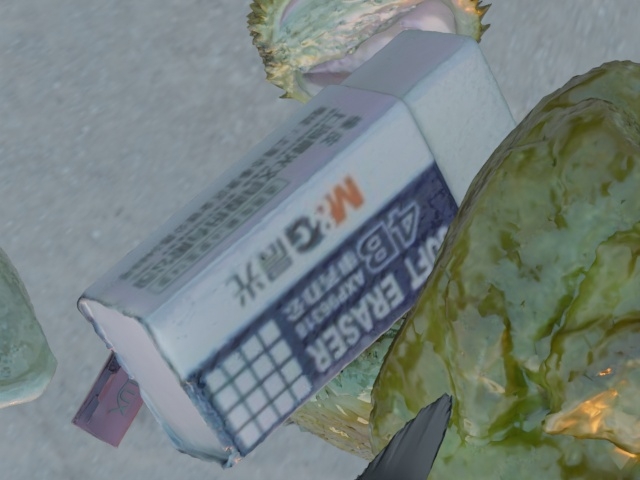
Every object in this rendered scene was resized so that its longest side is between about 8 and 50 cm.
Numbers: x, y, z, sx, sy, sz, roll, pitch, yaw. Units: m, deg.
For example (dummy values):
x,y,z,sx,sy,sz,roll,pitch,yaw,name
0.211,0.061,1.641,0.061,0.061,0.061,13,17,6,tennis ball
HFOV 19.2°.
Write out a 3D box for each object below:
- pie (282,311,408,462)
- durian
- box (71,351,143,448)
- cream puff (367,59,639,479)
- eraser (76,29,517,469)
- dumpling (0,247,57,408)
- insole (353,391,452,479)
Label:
x,y,z,sx,sy,sz,roll,pitch,yaw,name
0.148,0.136,1.820,0.418,0.395,0.180,2,74,38,pie
0.043,-0.216,1.656,0.249,0.183,0.138,-39,57,34,durian
-0.210,0.152,2.004,0.060,0.156,0.111,31,92,-3,box
0.123,0.039,0.884,0.196,0.244,0.244,43,113,28,cream puff
0.000,0.000,1.175,0.287,0.086,0.130,-40,116,-22,eraser
-0.304,0.064,1.416,0.216,0.166,0.126,51,144,14,dumpling
-0.042,0.151,0.475,0.007,0.109,0.322,29,124,-2,insole
